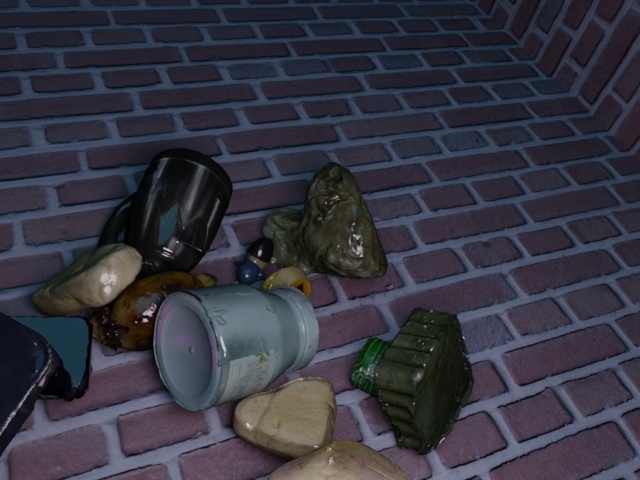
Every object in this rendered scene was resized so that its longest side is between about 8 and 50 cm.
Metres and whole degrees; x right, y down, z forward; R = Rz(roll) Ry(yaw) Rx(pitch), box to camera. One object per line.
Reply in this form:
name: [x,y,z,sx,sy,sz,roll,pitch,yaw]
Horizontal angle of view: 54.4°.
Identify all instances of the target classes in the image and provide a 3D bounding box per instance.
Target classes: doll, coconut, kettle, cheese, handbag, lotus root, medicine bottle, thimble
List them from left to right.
handbag: [-0.662,0.242,1.066,0.329,0.122,0.303,28,63,1]
cheese: [-0.508,0.089,1.378,0.093,0.263,0.159,56,38,-22]
kettle: [-0.405,-0.037,1.549,0.321,0.228,0.324,-3,48,17]
lotus root: [-0.359,0.154,1.391,0.314,0.169,0.141,-26,66,-29]
medicine bottle: [-0.168,0.207,1.324,0.290,0.245,0.245,-6,48,-46]
doll: [-0.170,0.066,1.594,0.102,0.089,0.179,27,70,10]
coconut: [0.035,0.539,1.049,0.353,0.352,0.352,8,47,-9]
thimble: [0.128,0.295,1.439,0.090,0.118,0.130,26,29,14]

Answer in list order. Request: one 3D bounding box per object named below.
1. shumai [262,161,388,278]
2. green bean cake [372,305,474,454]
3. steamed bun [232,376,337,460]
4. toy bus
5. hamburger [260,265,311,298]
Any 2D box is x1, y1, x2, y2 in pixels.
shumai: [0.000,0.000,1.597,0.289,0.292,0.329,-21,50,6]
green bean cake: [0.225,0.307,1.364,0.132,0.241,0.255,7,40,34]
steamed bun: [-0.074,0.387,1.306,0.213,0.110,0.231,3,24,7]
toy bus: [-0.649,0.244,1.227,0.387,0.162,0.171,2,65,-12]
hamburger: [-0.092,0.124,1.527,0.141,0.126,0.081,-41,55,-16]
